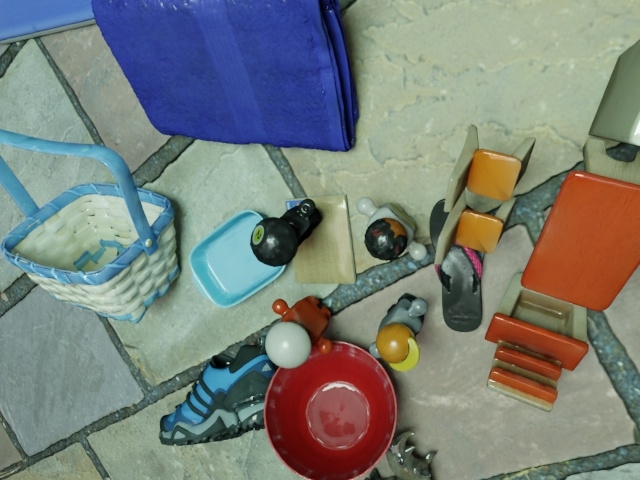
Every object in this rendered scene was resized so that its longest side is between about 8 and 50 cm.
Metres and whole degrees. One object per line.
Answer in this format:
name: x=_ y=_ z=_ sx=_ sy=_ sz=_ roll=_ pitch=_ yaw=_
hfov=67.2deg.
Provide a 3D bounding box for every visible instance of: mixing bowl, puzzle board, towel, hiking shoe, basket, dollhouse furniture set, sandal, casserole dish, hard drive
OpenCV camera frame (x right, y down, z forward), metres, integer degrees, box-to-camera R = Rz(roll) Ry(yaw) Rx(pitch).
mixing bowl: x=0.018 y=0.243 z=0.684 sx=0.181 sy=0.098 sz=0.182 roll=-4 pitch=65 yaw=8
puzzle board: x=0.000 y=0.000 z=0.694 sx=0.096 sy=0.011 sz=0.128 roll=-2 pitch=103 yaw=26
towel: x=-0.111 y=-0.222 z=0.605 sx=0.307 sy=0.076 sz=0.228 roll=9 pitch=142 yaw=20
hiking shoe: x=-0.167 y=0.263 z=0.808 sx=0.304 sy=0.113 sz=0.132 roll=-28 pitch=61 yaw=34
basket: x=-0.356 y=-0.027 z=0.724 sx=0.254 sy=0.201 sz=0.289 roll=14 pitch=140 yaw=20
dollhouse furniture set: x=0.240 y=0.042 z=0.466 sx=0.261 sy=0.135 sz=0.259 roll=18 pitch=141 yaw=19
sandal: x=0.175 y=0.036 z=0.606 sx=0.067 sy=0.040 sz=0.180 roll=-4 pitch=102 yaw=26
casserole dish: x=-0.124 y=0.028 z=0.744 sx=0.188 sy=0.037 sz=0.114 roll=-34 pitch=88 yaw=27
hard drive: x=-0.434 y=-0.443 z=0.754 sx=0.318 sy=0.040 sz=0.211 roll=1 pitch=105 yaw=24

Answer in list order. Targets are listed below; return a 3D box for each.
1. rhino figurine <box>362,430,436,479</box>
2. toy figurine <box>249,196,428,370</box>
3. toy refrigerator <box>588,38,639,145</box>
rhino figurine: x=0.115 y=0.381 z=0.711 sx=0.106 sy=0.073 sz=0.244 roll=16 pitch=109 yaw=24
toy figurine: x=0.028 y=0.053 z=0.606 sx=0.209 sy=0.148 sz=0.213 roll=0 pitch=103 yaw=17
toy refrigerator: x=0.295 y=-0.114 z=0.381 sx=0.102 sy=0.269 sz=0.094 roll=20 pitch=109 yaw=19
